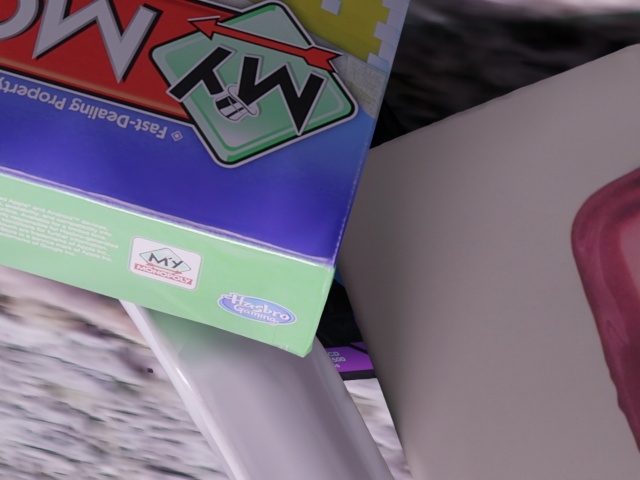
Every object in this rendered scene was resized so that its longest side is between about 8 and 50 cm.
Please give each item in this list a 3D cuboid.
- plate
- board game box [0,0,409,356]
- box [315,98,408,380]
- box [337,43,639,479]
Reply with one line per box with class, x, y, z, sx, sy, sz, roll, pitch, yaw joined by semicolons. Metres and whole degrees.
plate;-0.031;0.043;0.666;0.045;0.277;0.278;-31;130;-5
board game box;-0.127;-0.110;0.520;0.317;0.213;0.046;16;145;-1
box;0.000;0.000;0.786;0.116;0.029;0.162;-8;137;31
box;0.101;0.079;0.643;0.127;0.232;0.148;-22;145;4
